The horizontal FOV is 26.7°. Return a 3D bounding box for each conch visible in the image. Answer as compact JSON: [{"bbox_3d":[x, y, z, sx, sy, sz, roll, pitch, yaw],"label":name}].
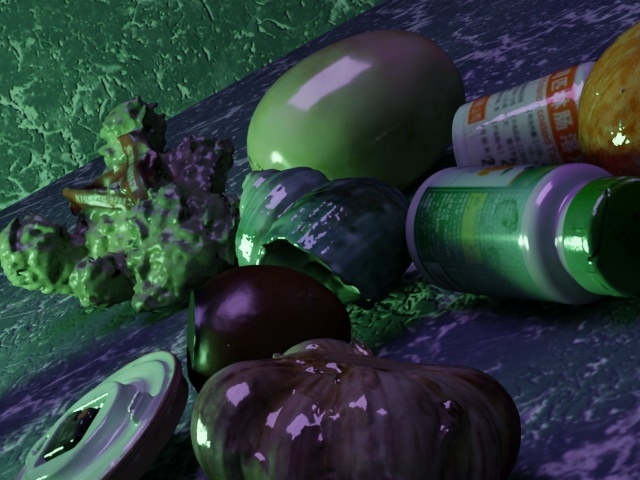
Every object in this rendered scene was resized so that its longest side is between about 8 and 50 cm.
[{"bbox_3d":[0.000,0.000,1.471,0.277,0.220,0.195,46,113,41],"label":"conch"}]

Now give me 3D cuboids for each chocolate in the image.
[{"bbox_3d":[-0.052,0.100,1.342,0.177,0.177,0.177,-24,17,8],"label":"chocolate"}]

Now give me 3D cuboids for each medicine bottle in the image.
[{"bbox_3d":[0.285,-0.122,1.505,0.252,0.144,0.144,-14,20,27],"label":"medicine bottle"},{"bbox_3d":[0.207,-0.007,1.286,0.133,0.133,0.274,-34,19,-25],"label":"medicine bottle"}]

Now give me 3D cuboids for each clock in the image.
[{"bbox_3d":[-0.226,0.201,1.325,0.244,0.056,0.244,-40,17,15],"label":"clock"}]

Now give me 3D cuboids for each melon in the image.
[{"bbox_3d":[0.045,-0.156,1.826,0.317,0.223,0.223,-34,18,-9],"label":"melon"}]

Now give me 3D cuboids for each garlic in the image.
[{"bbox_3d":[0.021,0.161,0.995,0.245,0.160,0.245,9,4,-1],"label":"garlic"}]

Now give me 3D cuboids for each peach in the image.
[{"bbox_3d":[0.348,-0.114,1.294,0.232,0.232,0.232,-24,17,8],"label":"peach"}]

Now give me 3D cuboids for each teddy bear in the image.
[{"bbox_3d":[-0.236,-0.035,1.917,0.367,0.224,0.357,0,45,52],"label":"teddy bear"}]
